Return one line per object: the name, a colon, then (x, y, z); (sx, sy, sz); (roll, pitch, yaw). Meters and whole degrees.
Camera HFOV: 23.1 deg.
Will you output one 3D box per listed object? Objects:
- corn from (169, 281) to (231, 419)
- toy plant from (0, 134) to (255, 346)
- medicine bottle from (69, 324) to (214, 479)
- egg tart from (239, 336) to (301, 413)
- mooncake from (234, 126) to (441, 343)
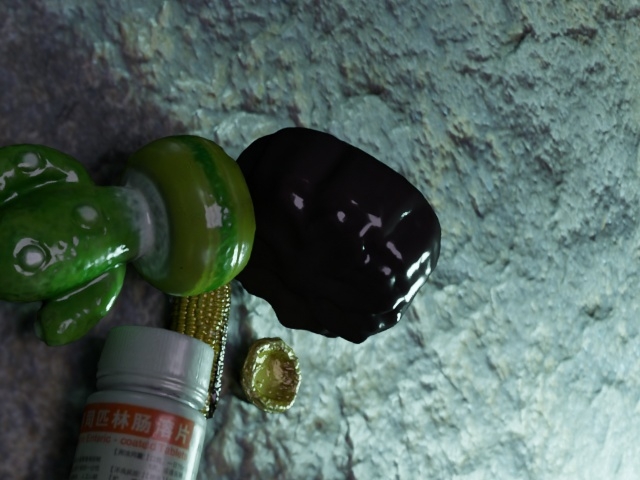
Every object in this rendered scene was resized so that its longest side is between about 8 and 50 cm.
corn: (-0.149, 0.124, 1.881); (0.072, 0.072, 0.203); (20, 71, -45)
toy plant: (-0.244, -0.006, 1.745); (0.316, 0.184, 0.224); (-10, 88, -32)
medicine bottle: (-0.202, 0.230, 1.752); (0.144, 0.145, 0.252); (32, 61, -41)
egg tart: (-0.069, 0.171, 1.984); (0.105, 0.039, 0.105); (9, 78, -47)
mooncake: (0.000, 0.000, 1.908); (0.283, 0.283, 0.141); (54, 49, -29)
